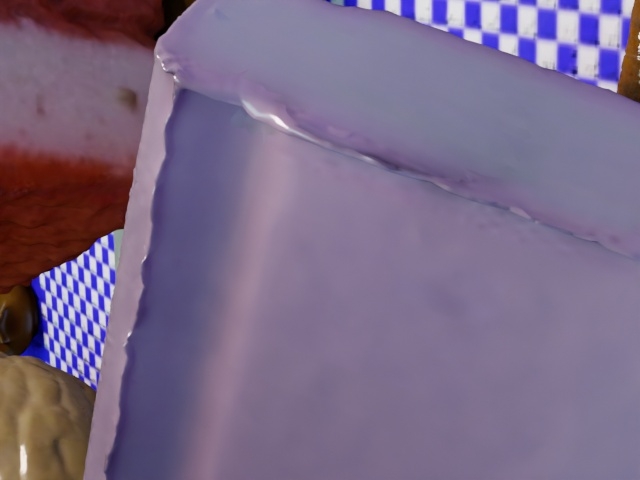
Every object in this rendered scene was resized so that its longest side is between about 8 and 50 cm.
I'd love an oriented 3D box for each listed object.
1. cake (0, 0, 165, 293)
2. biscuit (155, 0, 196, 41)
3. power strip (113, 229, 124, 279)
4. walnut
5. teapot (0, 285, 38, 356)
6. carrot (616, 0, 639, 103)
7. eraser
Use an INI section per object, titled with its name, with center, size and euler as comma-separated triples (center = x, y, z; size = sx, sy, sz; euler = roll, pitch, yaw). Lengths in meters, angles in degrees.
[cake]
center = -0.270, -0.136, 0.937
size = 0.270, 0.269, 0.319
euler = -30, 64, 49
[biscuit]
center = -0.125, -0.215, 1.018
size = 0.359, 0.074, 0.381
euler = 53, 132, 43
[power strip]
center = -0.122, 0.036, 1.152
size = 0.106, 0.043, 0.367
euler = 23, 117, 57
[walnut]
center = -0.284, 0.244, 1.289
size = 0.277, 0.252, 0.313
euler = 137, 129, -57
[teapot]
center = -0.333, 0.074, 1.503
size = 0.129, 0.078, 0.098
euler = 22, 117, 57
[carrot]
center = 0.145, -0.063, 0.657
size = 0.036, 0.036, 0.165
euler = 36, 126, 52
[eraser]
center = 0.035, 0.091, 0.681
size = 0.272, 0.122, 0.359
euler = 20, 127, 9
